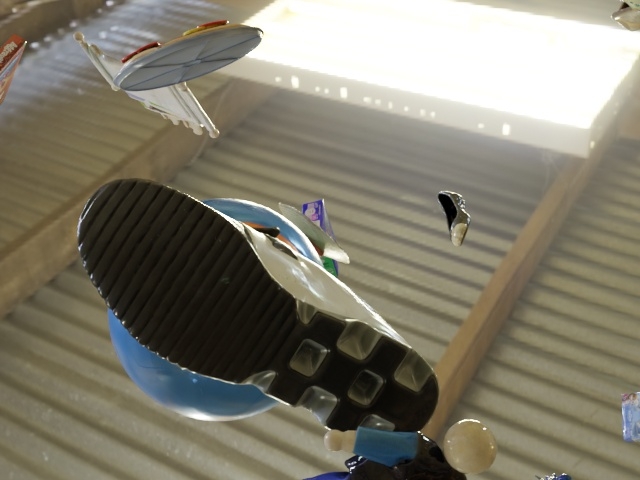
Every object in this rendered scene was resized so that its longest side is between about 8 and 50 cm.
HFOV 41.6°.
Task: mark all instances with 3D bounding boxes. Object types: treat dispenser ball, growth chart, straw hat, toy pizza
[{"bbox_3d":[-0.129,0.089,1.095,0.288,0.288,0.288,-3,-140,2],"label":"treat dispenser ball"},{"bbox_3d":[-0.281,-0.247,1.378,0.237,0.172,0.021,26,-106,19],"label":"growth chart"},{"bbox_3d":[-0.029,0.011,1.259,0.144,0.144,0.061,34,-102,37],"label":"straw hat"},{"bbox_3d":[-0.169,-0.239,1.068,0.201,0.032,0.201,-20,-178,1],"label":"toy pizza"}]

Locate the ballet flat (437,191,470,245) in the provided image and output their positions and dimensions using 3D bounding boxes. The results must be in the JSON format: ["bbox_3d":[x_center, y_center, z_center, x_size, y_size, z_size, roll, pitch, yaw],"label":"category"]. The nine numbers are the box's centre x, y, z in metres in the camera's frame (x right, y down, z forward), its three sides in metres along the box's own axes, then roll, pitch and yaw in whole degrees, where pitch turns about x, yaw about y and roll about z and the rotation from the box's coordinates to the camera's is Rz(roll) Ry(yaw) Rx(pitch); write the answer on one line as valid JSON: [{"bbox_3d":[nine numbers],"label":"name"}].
[{"bbox_3d":[0.232,-0.037,1.481,0.049,0.057,0.173,19,-156,-6],"label":"ballet flat"}]

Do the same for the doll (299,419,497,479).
[{"bbox_3d":[0.044,0.178,0.616,0.189,0.129,0.046,-30,-156,29],"label":"doll"}]

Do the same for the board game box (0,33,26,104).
[{"bbox_3d":[-0.545,-0.195,1.301,0.027,0.145,0.281,31,-139,-14],"label":"board game box"}]

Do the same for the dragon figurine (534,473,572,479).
[{"bbox_3d":[0.275,0.428,1.171,0.085,0.289,0.144,-10,-119,-36],"label":"dragon figurine"}]

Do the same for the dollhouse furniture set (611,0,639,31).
[{"bbox_3d":[0.355,-0.310,1.003,0.101,0.182,0.161,-63,-163,-8],"label":"dollhouse furniture set"}]

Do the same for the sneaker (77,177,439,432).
[{"bbox_3d":[-0.058,0.053,0.723,0.122,0.331,0.146,-51,-161,8],"label":"sneaker"}]

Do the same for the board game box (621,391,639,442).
[{"bbox_3d":[0.605,0.324,1.557,0.090,0.020,0.090,-19,-131,37],"label":"board game box"}]

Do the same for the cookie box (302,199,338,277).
[{"bbox_3d":[0.000,0.000,1.445,0.040,0.107,0.091,-13,-147,9],"label":"cookie box"}]
